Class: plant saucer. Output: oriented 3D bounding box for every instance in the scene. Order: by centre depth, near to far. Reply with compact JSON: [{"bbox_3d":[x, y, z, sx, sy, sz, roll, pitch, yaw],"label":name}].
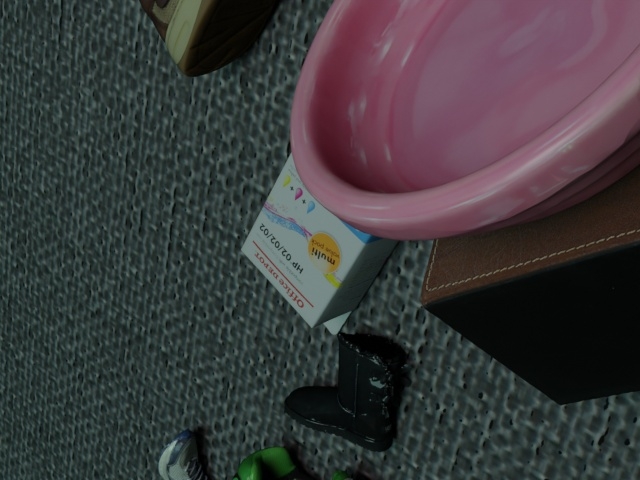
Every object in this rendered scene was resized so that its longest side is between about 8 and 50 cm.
[{"bbox_3d":[0.125,-0.133,0.656,0.332,0.332,0.084,-15,137,44],"label":"plant saucer"}]

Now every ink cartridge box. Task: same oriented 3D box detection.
[{"bbox_3d":[0.000,0.000,0.933,0.104,0.061,0.181,47,130,21],"label":"ink cartridge box"}]

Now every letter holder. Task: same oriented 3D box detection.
[{"bbox_3d":[0.236,-0.047,0.651,0.152,0.214,0.302,36,143,-30],"label":"letter holder"}]

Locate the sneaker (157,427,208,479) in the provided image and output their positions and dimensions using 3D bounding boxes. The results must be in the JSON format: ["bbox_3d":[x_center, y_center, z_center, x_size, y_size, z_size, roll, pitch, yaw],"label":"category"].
[{"bbox_3d":[-0.142,0.263,1.167,0.058,0.052,0.135,26,128,23],"label":"sneaker"}]

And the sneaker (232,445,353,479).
[{"bbox_3d":[0.029,0.301,0.958,0.343,0.134,0.146,20,116,37],"label":"sneaker"}]

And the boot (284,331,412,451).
[{"bbox_3d":[0.023,0.129,0.968,0.121,0.045,0.099,18,118,29],"label":"boot"}]

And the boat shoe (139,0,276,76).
[{"bbox_3d":[-0.066,-0.291,0.861,0.123,0.123,0.342,50,137,16],"label":"boat shoe"}]
